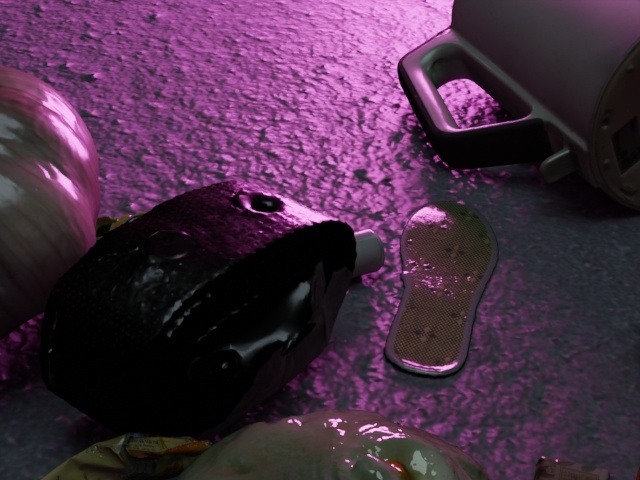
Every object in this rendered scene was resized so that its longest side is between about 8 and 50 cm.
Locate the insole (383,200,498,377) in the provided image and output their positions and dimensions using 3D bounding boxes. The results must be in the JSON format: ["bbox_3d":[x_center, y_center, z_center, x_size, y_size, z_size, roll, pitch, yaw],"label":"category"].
[{"bbox_3d":[0.126,0.040,1.212,0.109,0.007,0.322,9,33,10],"label":"insole"}]

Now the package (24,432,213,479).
[{"bbox_3d":[-0.151,0.172,0.882,0.121,0.031,0.108,-22,-19,27],"label":"package"}]

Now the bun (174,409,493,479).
[{"bbox_3d":[0.009,0.209,0.791,0.283,0.179,0.283,0,34,0],"label":"bun"}]

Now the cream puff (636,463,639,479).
[{"bbox_3d":[0.300,0.187,0.841,0.130,0.189,0.189,14,35,7],"label":"cream puff"}]

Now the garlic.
[{"bbox_3d":[-0.339,-0.016,1.058,0.241,0.322,0.322,38,30,-16],"label":"garlic"}]

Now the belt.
[{"bbox_3d":[-0.087,0.064,0.998,0.164,0.184,0.289,25,41,31],"label":"belt"}]

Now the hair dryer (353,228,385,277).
[{"bbox_3d":[0.000,0.000,1.234,0.082,0.047,0.137,-14,30,-26],"label":"hair dryer"}]

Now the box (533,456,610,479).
[{"bbox_3d":[0.193,0.219,0.910,0.062,0.045,0.098,10,33,12],"label":"box"}]

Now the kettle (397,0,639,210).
[{"bbox_3d":[0.294,-0.202,1.429,0.361,0.250,0.376,-34,38,-3],"label":"kettle"}]

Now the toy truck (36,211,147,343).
[{"bbox_3d":[-0.211,0.047,1.115,0.100,0.077,0.169,-5,38,9],"label":"toy truck"}]
